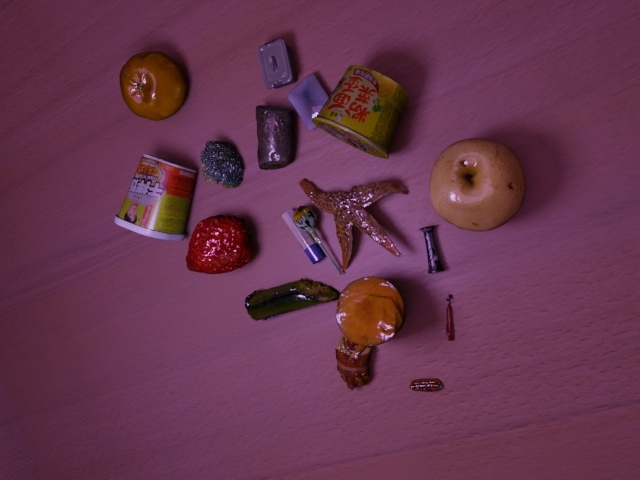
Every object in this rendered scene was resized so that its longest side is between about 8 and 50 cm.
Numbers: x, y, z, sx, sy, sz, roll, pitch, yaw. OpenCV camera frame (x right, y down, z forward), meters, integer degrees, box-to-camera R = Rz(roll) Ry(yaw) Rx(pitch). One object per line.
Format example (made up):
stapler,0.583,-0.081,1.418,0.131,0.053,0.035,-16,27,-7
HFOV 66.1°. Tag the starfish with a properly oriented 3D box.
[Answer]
starfish,0.126,-0.096,1.823,0.398,0.132,0.384,-16,93,25

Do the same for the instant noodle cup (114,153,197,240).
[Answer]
instant noodle cup,-0.672,-0.184,2.060,0.293,0.294,0.308,20,95,19

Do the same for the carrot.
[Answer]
carrot,0.181,0.252,1.739,0.241,0.340,0.242,-2,80,12

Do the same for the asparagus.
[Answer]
asparagus,-0.115,0.224,1.952,0.381,0.108,0.129,-17,87,20

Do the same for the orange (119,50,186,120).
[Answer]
orange,-0.692,-0.635,2.027,0.279,0.235,0.279,5,105,19

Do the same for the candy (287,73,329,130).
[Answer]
candy,-0.034,-0.523,1.864,0.138,0.071,0.174,-35,83,21

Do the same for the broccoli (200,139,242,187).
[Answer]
broccoli,-0.421,-0.301,2.018,0.194,0.194,0.220,-32,106,21

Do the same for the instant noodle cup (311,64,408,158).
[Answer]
instant noodle cup,0.148,-0.447,1.699,0.311,0.311,0.222,28,94,17

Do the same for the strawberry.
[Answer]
strawberry,-0.413,0.029,1.959,0.276,0.257,0.257,-33,80,-22

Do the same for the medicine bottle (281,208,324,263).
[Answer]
medicine bottle,-0.068,-0.016,1.933,0.059,0.059,0.231,-36,81,20

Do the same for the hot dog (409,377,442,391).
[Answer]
hot dog,0.387,0.536,1.819,0.122,0.037,0.049,-12,87,20

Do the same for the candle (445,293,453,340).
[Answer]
candle,0.463,0.278,1.772,0.026,0.021,0.168,-2,95,21

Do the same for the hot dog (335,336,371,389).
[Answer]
hot dog,0.125,0.466,1.879,0.146,0.103,0.213,0,96,21

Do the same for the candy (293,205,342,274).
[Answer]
candy,0.000,0.000,1.886,0.091,0.083,0.305,-35,92,-16

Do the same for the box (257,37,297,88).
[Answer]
box,-0.159,-0.669,1.889,0.123,0.093,0.172,-11,92,21

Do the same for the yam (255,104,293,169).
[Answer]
yam,-0.176,-0.404,1.896,0.153,0.154,0.255,2,94,21

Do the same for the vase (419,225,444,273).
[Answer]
vase,0.396,0.032,1.755,0.059,0.059,0.167,-12,90,22

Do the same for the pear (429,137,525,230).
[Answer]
pear,0.503,-0.176,1.576,0.309,0.309,0.309,2,96,21
